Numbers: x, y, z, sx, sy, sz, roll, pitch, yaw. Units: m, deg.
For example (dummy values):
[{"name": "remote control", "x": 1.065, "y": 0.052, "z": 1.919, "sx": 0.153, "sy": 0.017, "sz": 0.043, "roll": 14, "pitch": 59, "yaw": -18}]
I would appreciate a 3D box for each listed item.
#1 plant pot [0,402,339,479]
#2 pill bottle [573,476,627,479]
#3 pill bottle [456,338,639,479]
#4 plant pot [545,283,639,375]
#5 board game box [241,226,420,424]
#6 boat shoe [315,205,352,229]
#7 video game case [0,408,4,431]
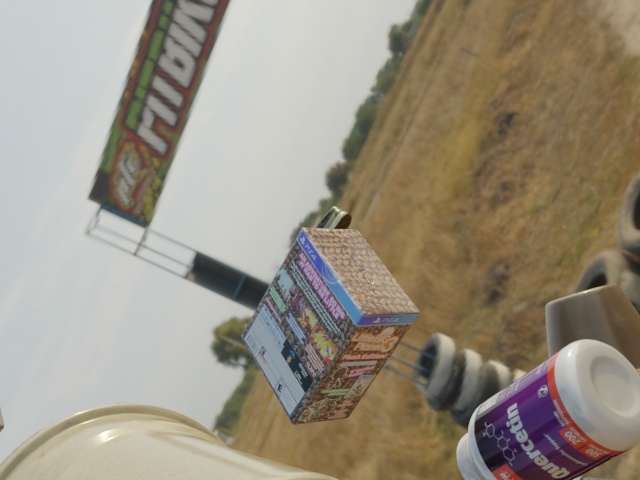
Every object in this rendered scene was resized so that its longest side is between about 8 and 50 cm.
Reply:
[{"name": "plant pot", "x": -0.100, "y": 0.301, "z": 0.790, "sx": 0.305, "sy": 0.334, "sz": 0.333, "roll": -15, "pitch": 43, "yaw": 51}, {"name": "pill bottle", "x": 0.524, "y": 0.503, "z": 1.740, "sx": 0.121, "sy": 0.221, "sz": 0.121, "roll": 9, "pitch": -101, "yaw": -55}, {"name": "pill bottle", "x": 0.367, "y": 0.307, "z": 1.528, "sx": 0.323, "sy": 0.181, "sz": 0.181, "roll": -48, "pitch": 12, "yaw": 43}, {"name": "plant pot", "x": 0.548, "y": 0.211, "z": 1.828, "sx": 0.263, "sy": 0.263, "sz": 0.229, "roll": 113, "pitch": 143, "yaw": -78}, {"name": "board game box", "x": 0.010, "y": 0.160, "z": 1.760, "sx": 0.141, "sy": 0.232, "sz": 0.291, "roll": 2, "pitch": -50, "yaw": -40}, {"name": "boat shoe", "x": 0.000, "y": 0.000, "z": 1.846, "sx": 0.152, "sy": 0.049, "sz": 0.056, "roll": -49, "pitch": -36, "yaw": -2}, {"name": "video game case", "x": -0.634, "y": 0.134, "z": 1.382, "sx": 0.036, "sy": 0.300, "sz": 0.329, "roll": -41, "pitch": -37, "yaw": 17}]
